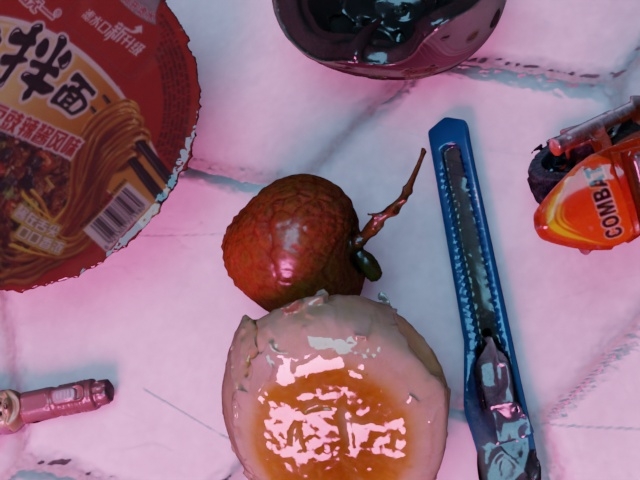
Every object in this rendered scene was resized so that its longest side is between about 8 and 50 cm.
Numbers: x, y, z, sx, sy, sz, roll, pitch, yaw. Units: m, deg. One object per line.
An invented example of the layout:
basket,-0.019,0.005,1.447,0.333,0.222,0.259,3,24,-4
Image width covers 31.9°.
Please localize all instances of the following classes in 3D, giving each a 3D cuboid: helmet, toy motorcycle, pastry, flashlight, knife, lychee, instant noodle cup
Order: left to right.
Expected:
flashlight,-0.208,0.122,0.835,0.110,0.031,0.052,-13,69,10
instant noodle cup,-0.206,-0.079,0.870,0.274,0.091,0.274,-4,71,13
lychee,-0.006,0.000,0.779,0.140,0.101,0.114,-14,76,48
pastry,0.009,0.108,0.731,0.166,0.088,0.165,3,108,8
helmet,0.065,-0.186,0.833,0.177,0.107,0.153,-2,73,33
knife,0.109,0.047,0.784,0.044,0.026,0.296,-17,69,21
toy motorcycle,0.277,-0.072,0.715,0.298,0.171,0.089,-17,112,12
